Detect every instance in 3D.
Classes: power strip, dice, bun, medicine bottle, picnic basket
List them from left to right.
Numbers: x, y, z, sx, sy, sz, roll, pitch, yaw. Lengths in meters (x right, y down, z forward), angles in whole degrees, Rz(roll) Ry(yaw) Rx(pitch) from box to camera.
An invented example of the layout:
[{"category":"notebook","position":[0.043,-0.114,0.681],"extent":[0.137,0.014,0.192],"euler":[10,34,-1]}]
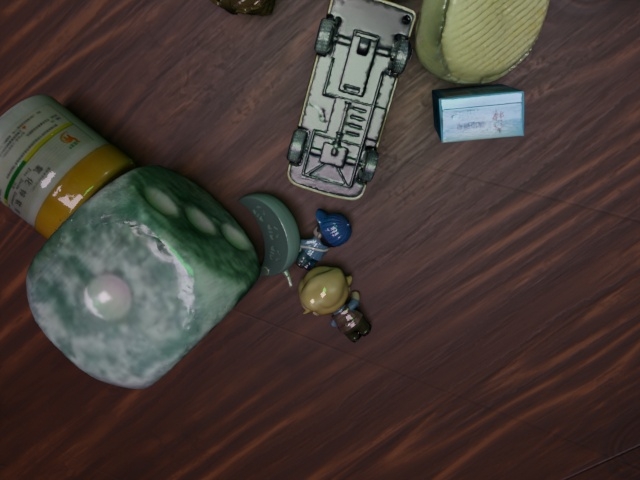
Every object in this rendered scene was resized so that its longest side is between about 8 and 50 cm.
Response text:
[{"category":"medicine bottle","position":[-0.548,-0.141,1.295],"extent":[0.232,0.238,0.238],"euler":[38,106,-4]},{"category":"dice","position":[-0.344,0.068,1.271],"extent":[0.330,0.348,0.328],"euler":[-43,94,15]},{"category":"picnic basket","position":[-0.159,-0.494,1.181],"extent":[0.138,0.178,0.128],"euler":[11,106,4]},{"category":"power strip","position":[-0.104,0.000,1.355],"extent":[0.137,0.044,0.216],"euler":[-4,106,41]},{"category":"bun","position":[0.287,-0.430,1.146],"extent":[0.287,0.146,0.287],"euler":[-17,130,-22]}]

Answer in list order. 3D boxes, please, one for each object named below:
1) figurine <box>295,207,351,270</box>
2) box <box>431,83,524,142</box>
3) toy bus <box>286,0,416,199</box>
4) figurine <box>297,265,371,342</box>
[{"category":"figurine","position":[0.000,0.000,1.355],"extent":[0.086,0.087,0.149],"euler":[25,112,-40]},{"category":"box","position":[0.288,-0.242,1.169],"extent":[0.143,0.232,0.083],"euler":[-4,105,8]},{"category":"toy bus","position":[0.054,-0.273,1.208],"extent":[0.177,0.202,0.365],"euler":[16,104,-3]},{"category":"figurine","position":[0.038,0.140,1.387],"extent":[0.114,0.108,0.196],"euler":[-34,117,24]}]
